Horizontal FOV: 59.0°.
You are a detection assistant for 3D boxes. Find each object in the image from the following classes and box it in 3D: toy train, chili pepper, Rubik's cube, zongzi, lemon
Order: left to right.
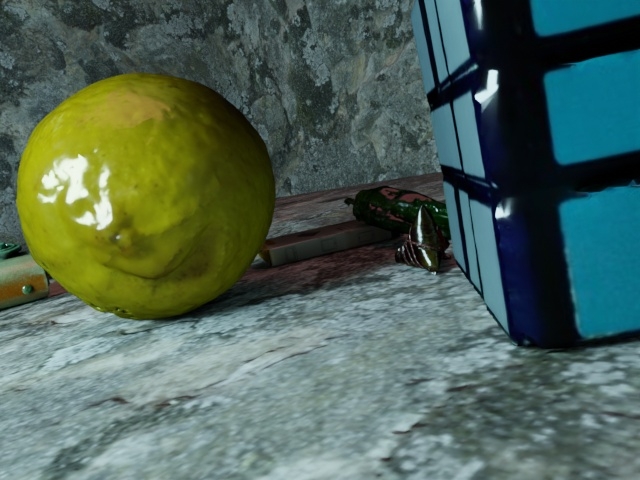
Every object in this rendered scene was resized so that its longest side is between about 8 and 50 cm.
[{"bbox_3d":[-0.616,0.086,0.979,0.286,0.116,0.177,-15,21,-36],"label":"toy train"},{"bbox_3d":[-0.192,-0.050,0.653,0.297,0.296,0.297,-11,7,1],"label":"lemon"},{"bbox_3d":[0.131,-0.050,0.849,0.279,0.065,0.122,9,18,32],"label":"chili pepper"},{"bbox_3d":[0.117,0.013,0.624,0.067,0.073,0.083,-11,-32,4],"label":"zongzi"},{"bbox_3d":[0.237,-0.107,0.432,0.289,0.283,0.293,-10,6,5],"label":"Rubik's cube"}]

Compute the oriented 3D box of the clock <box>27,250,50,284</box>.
[{"bbox_3d":[-0.595,0.059,1.196,0.017,0.085,0.085,-20,10,-19],"label":"clock"}]

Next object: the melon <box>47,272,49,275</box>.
[{"bbox_3d":[-0.695,0.070,1.335,0.128,0.079,0.160,-28,-1,29],"label":"melon"}]

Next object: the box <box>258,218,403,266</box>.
[{"bbox_3d":[0.000,0.000,0.933,0.247,0.033,0.129,-13,9,-12],"label":"box"}]
